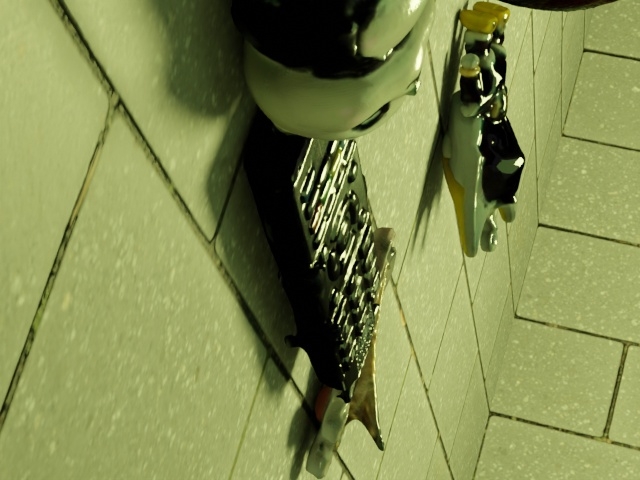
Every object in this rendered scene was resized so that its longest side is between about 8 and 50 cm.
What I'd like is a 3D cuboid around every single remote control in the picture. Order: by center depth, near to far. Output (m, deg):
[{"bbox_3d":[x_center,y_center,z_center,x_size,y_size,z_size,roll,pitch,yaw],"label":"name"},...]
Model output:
[{"bbox_3d":[0.000,0.000,1.273,0.399,0.062,0.144,76,29,-60],"label":"remote control"}]

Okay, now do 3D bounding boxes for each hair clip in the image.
[{"bbox_3d":[0.039,0.115,1.552,0.146,0.075,0.257,52,45,-76],"label":"hair clip"}]

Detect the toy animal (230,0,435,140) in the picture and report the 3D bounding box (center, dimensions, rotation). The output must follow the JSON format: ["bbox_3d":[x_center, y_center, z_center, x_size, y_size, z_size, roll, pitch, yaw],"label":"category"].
[{"bbox_3d":[0.016,-0.154,1.027,0.166,0.138,0.179,-51,150,-28],"label":"toy animal"}]

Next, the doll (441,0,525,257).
[{"bbox_3d":[0.202,-0.133,1.917,0.145,0.103,0.316,-86,176,-69],"label":"doll"}]

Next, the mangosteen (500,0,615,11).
[{"bbox_3d":[0.200,-0.352,1.279,0.330,0.330,0.330,13,90,-77],"label":"mangosteen"}]
